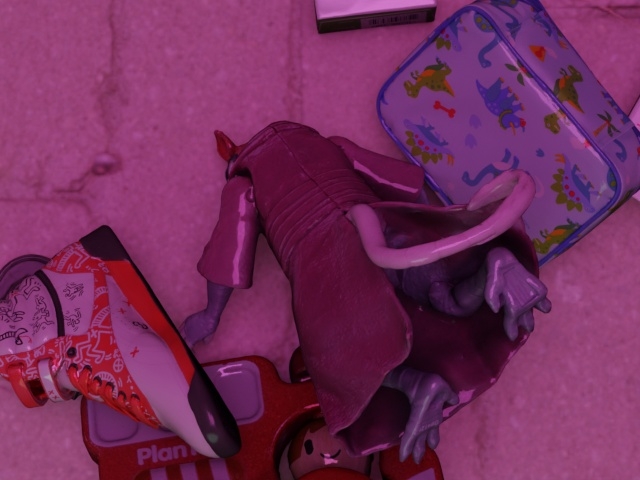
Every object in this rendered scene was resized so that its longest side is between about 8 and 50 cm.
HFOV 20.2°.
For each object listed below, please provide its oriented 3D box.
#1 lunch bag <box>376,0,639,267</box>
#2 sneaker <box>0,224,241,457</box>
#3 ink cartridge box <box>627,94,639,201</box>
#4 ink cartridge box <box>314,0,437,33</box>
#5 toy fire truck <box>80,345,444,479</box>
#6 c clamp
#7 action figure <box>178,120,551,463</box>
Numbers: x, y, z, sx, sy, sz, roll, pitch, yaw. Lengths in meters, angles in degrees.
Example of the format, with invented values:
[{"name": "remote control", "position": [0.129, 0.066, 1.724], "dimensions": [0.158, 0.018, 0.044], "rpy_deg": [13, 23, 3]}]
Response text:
[{"name": "lunch bag", "position": [0.162, -0.092, 1.546], "dimensions": [0.219, 0.090, 0.176], "rpy_deg": [51, 131, 7]}, {"name": "sneaker", "position": [-0.180, 0.115, 1.511], "dimensions": [0.145, 0.090, 0.270], "rpy_deg": [-34, 52, -5]}, {"name": "ink cartridge box", "position": [0.328, -0.105, 1.590], "dimensions": [0.104, 0.060, 0.180], "rpy_deg": [30, 87, 4]}, {"name": "ink cartridge box", "position": [0.040, -0.297, 1.613], "dimensions": [0.109, 0.062, 0.209], "rpy_deg": [-6, 85, 1]}, {"name": "toy fire truck", "position": [-0.048, 0.207, 1.528], "dimensions": [0.302, 0.169, 0.254], "rpy_deg": [-11, 61, 3]}, {"name": "c clamp", "position": [-0.252, 0.087, 1.610], "dimensions": [0.160, 0.022, 0.137], "rpy_deg": [25, 81, 5]}, {"name": "action figure", "position": [0.000, 0.000, 1.479], "dimensions": [0.248, 0.276, 0.370], "rpy_deg": [-30, 51, -15]}]
